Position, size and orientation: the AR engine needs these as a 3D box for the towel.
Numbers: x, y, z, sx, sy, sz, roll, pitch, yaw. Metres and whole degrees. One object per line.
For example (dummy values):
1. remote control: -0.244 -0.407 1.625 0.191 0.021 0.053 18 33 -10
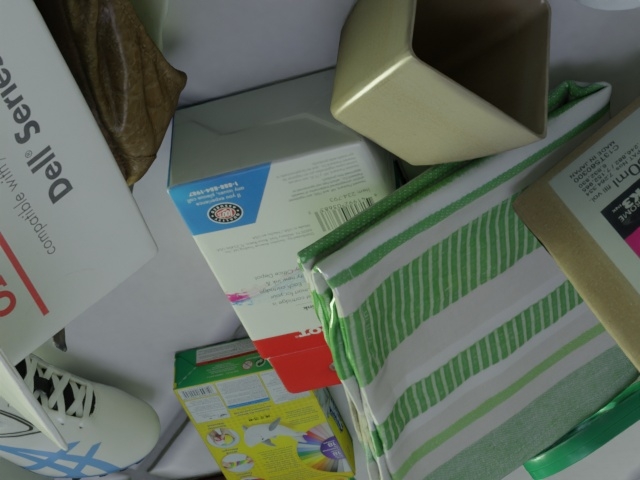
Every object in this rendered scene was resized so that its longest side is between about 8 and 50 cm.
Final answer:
1. towel: 0.120 0.058 1.114 0.248 0.038 0.325 -34 138 -14

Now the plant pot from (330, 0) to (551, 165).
1. plant pot: 0.066 -0.107 0.976 0.109 0.109 0.096 28 141 -29

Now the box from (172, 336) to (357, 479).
1. box: -0.038 0.147 1.287 0.105 0.043 0.179 -12 134 11

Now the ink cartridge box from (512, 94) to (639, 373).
1. ink cartridge box: 0.257 -0.024 0.953 0.234 0.193 0.088 -40 127 7

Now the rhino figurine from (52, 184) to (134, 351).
1. rhino figurine: -0.191 0.000 1.101 0.106 0.073 0.243 12 137 -10

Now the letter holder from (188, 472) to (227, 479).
1. letter holder: -0.158 0.346 1.419 0.302 0.152 0.214 -19 133 18

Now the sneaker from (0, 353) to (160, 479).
1. sneaker: -0.227 0.118 1.216 0.237 0.085 0.086 18 144 -21

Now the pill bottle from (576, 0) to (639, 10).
1. pill bottle: 0.151 -0.216 0.856 0.103 0.103 0.184 -10 137 9

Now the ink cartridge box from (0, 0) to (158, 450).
1. ink cartridge box: -0.213 -0.070 0.825 0.119 0.353 0.207 -39 139 -16

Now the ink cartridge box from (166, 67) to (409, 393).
1. ink cartridge box: 0.000 0.000 1.102 0.134 0.078 0.231 -13 136 12

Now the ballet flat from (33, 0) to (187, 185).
1. ballet flat: -0.148 -0.168 0.887 0.116 0.124 0.342 20 151 31

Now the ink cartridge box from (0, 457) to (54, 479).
1. ink cartridge box: -0.313 0.248 1.309 0.127 0.128 0.176 25 133 -9

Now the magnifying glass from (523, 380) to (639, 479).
1. magnifying glass: 0.254 0.118 1.251 0.231 0.092 0.026 -34 88 20
